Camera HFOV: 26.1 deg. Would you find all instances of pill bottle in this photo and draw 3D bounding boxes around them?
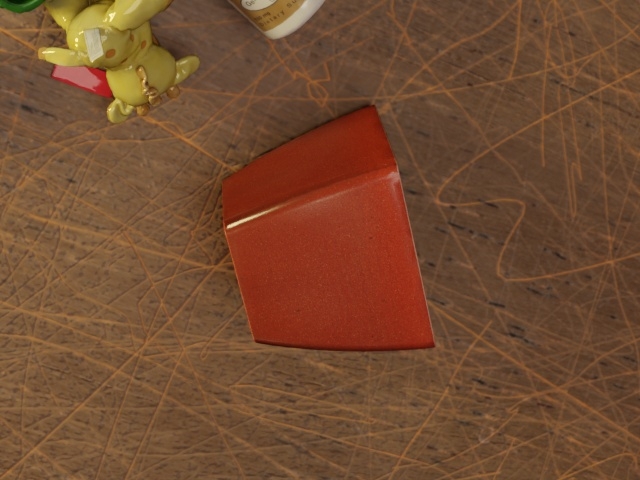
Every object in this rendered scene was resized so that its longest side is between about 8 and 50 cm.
[{"bbox_3d":[-0.100,-0.375,1.751,0.229,0.131,0.131,41,93,-25],"label":"pill bottle"}]

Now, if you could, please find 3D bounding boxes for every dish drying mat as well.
[{"bbox_3d":[-0.309,-0.214,1.807,0.083,0.008,0.032,19,101,-22],"label":"dish drying mat"}]

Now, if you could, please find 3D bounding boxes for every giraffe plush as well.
[{"bbox_3d":[-0.241,-0.248,1.741,0.181,0.210,0.170,-13,142,19],"label":"giraffe plush"}]

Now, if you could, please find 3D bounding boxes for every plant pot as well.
[{"bbox_3d":[0.000,0.000,1.859,0.236,0.267,0.267,-13,112,1],"label":"plant pot"}]

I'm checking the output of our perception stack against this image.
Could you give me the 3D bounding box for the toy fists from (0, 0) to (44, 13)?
[{"bbox_3d":[-0.315,-0.392,1.673,0.279,0.142,0.096,-48,129,3],"label":"toy fists"}]
